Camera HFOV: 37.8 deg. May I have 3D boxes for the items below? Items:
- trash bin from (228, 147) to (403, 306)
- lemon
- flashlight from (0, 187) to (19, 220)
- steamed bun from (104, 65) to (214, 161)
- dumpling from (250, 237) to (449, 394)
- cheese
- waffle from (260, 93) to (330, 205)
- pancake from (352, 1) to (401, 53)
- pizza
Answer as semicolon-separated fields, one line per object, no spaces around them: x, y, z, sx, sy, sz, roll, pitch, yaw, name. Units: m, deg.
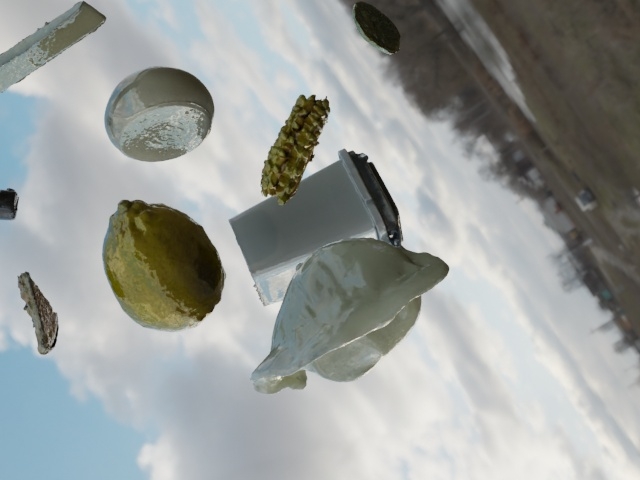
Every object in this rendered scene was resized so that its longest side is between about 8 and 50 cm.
0.000;0.000;2.161;0.256;0.367;0.296;74;172;-61;trash bin
-0.370;0.061;2.174;0.316;0.285;0.285;38;-165;-3;lemon
-0.774;-0.081;2.022;0.232;0.093;0.093;6;-149;-12;flashlight
-0.340;-0.277;1.952;0.232;0.231;0.145;33;-148;-59;steamed bun
0.019;0.105;1.319;0.187;0.318;0.243;54;-146;6;dumpling
-0.605;-0.357;1.872;0.034;0.400;0.085;67;-163;15;cheese
-0.044;-0.163;1.644;0.070;0.193;0.197;24;-153;0;waffle
0.092;-0.348;1.535;0.108;0.017;0.108;23;-135;-25;pancake
-0.661;0.161;2.166;0.185;0.052;0.195;-117;11;-67;pizza
